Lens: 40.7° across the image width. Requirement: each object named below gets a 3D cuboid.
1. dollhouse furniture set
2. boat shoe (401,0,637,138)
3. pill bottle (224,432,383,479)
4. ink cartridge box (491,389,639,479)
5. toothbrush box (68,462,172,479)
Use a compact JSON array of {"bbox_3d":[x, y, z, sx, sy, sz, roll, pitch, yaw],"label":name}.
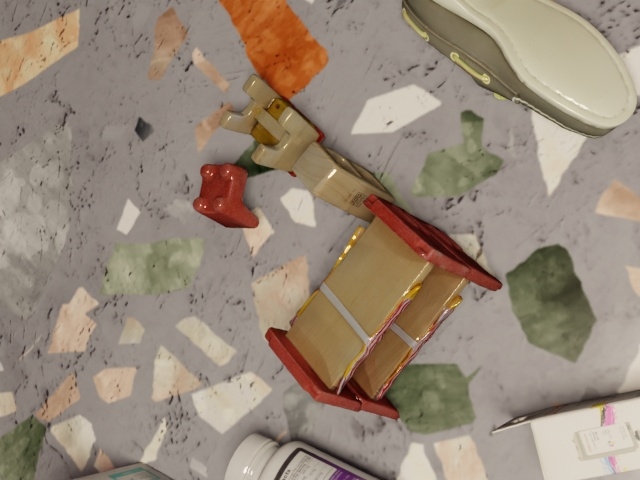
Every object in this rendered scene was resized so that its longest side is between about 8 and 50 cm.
[{"bbox_3d":[0.000,0.000,1.002,0.201,0.152,0.374,-52,51,12],"label":"dollhouse furniture set"},{"bbox_3d":[0.205,-0.210,0.936,0.109,0.091,0.305,-37,69,-22],"label":"boat shoe"},{"bbox_3d":[-0.009,0.293,0.976,0.193,0.108,0.108,20,94,25],"label":"pill bottle"},{"bbox_3d":[0.281,0.191,0.850,0.198,0.115,0.067,-17,79,23],"label":"ink cartridge box"},{"bbox_3d":[-0.279,0.437,1.027,0.126,0.216,0.295,23,96,24],"label":"toothbrush box"}]
